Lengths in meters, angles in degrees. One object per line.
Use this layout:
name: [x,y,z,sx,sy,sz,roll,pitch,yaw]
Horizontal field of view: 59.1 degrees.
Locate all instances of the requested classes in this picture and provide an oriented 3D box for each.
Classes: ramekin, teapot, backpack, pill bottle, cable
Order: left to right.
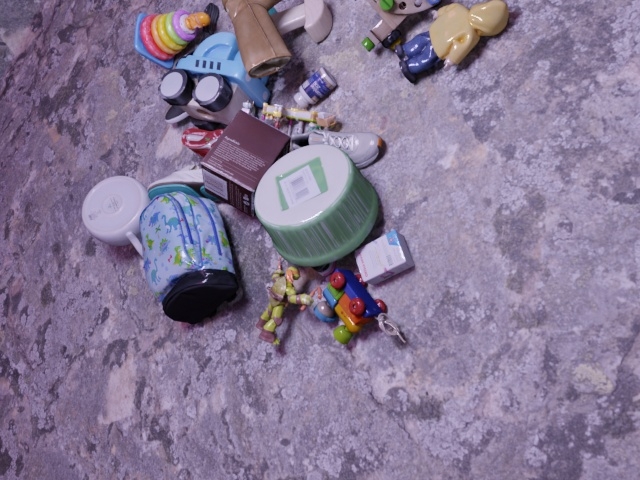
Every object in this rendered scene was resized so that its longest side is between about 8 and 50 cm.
teapot: [-0.656,-0.078,1.905,0.252,0.187,0.256,9,68,14]
backpack: [-0.395,0.025,1.668,0.290,0.273,0.356,-36,45,41]
cable: [-0.390,-0.711,2.003,0.139,0.072,0.287,-40,43,39]
ramekin: [-0.019,-0.099,1.426,0.303,0.148,0.303,-15,50,19]
pill bottle: [-0.018,-0.439,1.636,0.120,0.067,0.067,-37,58,21]

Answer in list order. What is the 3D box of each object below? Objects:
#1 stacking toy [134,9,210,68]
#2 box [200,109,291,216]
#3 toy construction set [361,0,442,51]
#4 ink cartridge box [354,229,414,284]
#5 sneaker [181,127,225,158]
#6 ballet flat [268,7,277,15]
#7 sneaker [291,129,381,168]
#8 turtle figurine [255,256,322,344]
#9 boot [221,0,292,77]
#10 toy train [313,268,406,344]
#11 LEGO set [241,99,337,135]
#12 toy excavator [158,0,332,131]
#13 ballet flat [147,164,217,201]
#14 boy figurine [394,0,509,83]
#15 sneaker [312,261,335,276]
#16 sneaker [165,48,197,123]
stacking toy: [-0.501,-0.745,1.988,0.301,0.175,0.166,-7,74,36]
box: [-0.205,-0.211,1.564,0.167,0.168,0.203,29,68,5]
toy construction set: [0.153,-0.658,1.512,0.237,0.257,0.309,-48,34,29]
ink cartridge box: [0.154,0.044,1.381,0.122,0.052,0.089,-28,62,24]
sneaker: [-0.319,-0.297,1.796,0.221,0.128,0.087,17,82,7]
ballet flat: [-0.227,-0.656,1.842,0.247,0.083,0.087,-41,71,20]
sneaker: [0.034,-0.251,1.511,0.262,0.121,0.099,-1,76,35]
turtle figurine: [-0.098,0.157,1.471,0.269,0.087,0.217,36,106,55]
boot: [-0.138,-0.609,1.593,0.236,0.089,0.270,-25,69,3]
toy train: [0.086,0.198,1.359,0.143,0.105,0.248,-53,53,23]
LEGO set: [-0.085,-0.329,1.631,0.286,0.132,0.107,13,101,15]
toy excavator: [-0.222,-0.560,1.730,0.432,0.222,0.445,15,80,27]
ballet flat: [-0.368,-0.186,1.784,0.400,0.139,0.139,-4,74,30]
boy figurine: [0.325,-0.514,1.406,0.285,0.092,0.177,-25,63,26]
sneaker: [0.000,0.000,1.487,0.072,0.077,0.178,-18,66,28]
sneaker: [-0.457,-0.528,1.907,0.295,0.147,0.105,-37,42,19]
